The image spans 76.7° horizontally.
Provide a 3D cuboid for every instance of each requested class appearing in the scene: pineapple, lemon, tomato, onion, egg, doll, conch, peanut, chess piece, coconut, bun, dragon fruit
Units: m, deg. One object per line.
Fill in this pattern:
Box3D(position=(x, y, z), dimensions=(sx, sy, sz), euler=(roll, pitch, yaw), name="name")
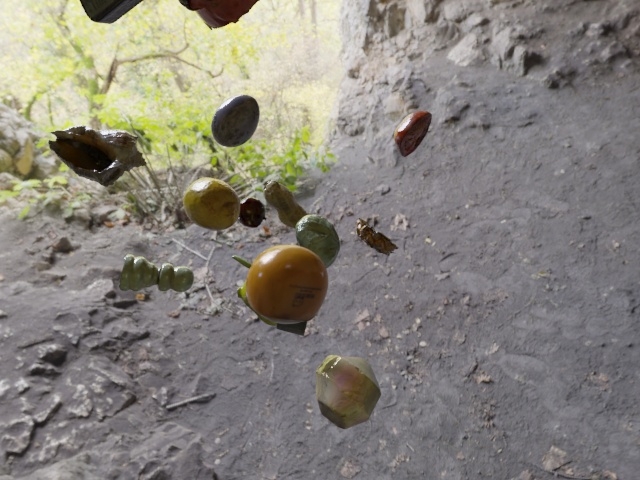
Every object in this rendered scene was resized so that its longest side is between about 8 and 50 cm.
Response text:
Box3D(position=(0.216, -0.009, 1.628), dimensions=(0.076, 0.225, 0.225), euler=(-53, 53, 8), name="pineapple")
Box3D(position=(-0.341, -0.114, 1.274), dimensions=(0.170, 0.170, 0.207), euler=(-46, 34, -20), name="lemon")
Box3D(position=(0.344, -0.420, 1.546), dimensions=(0.174, 0.166, 0.082), euler=(-47, 65, 2), name="tomato")
Box3D(position=(-0.266, -0.112, 1.549), dimensions=(0.119, 0.118, 0.117), euler=(-4, 40, 13), name="onion")
Box3D(position=(-0.290, -0.412, 1.393), dimensions=(0.198, 0.146, 0.146), euler=(-52, 53, 4), name="egg")
Box3D(position=(-0.099, 0.099, 1.043), dimensions=(0.213, 0.213, 0.236), euler=(-41, 34, -17), name="doll")
Box3D(position=(-0.602, -0.233, 1.090), dimensions=(0.245, 0.163, 0.178), euler=(20, 21, -18), name="conch")
Box3D(position=(-0.165, -0.164, 1.938), dimensions=(0.130, 0.290, 0.130), euler=(-27, 28, 16), name="peanut")
Box3D(position=(-0.589, 0.131, 1.477), dimensions=(0.243, 0.133, 0.133), euler=(9, 48, -18), name="chess piece")
Box3D(position=(0.098, 0.538, 1.481), dimensions=(0.259, 0.259, 0.259), euler=(-8, 51, 10), name="coconut")
Box3D(position=(0.000, 0.000, 1.384), dimensions=(0.118, 0.195, 0.195), euler=(-22, 48, 20), name="bun")
Box3D(position=(-0.301, -0.782, 1.135), dimensions=(0.305, 0.226, 0.305), euler=(-17, 62, 34), name="dragon fruit")

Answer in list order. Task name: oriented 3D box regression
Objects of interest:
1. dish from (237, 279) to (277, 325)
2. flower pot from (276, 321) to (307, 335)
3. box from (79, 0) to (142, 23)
Box3D(position=(-0.198, 0.212, 1.659), dimensions=(0.262, 0.108, 0.221), euler=(35, 66, 0), name="dish")
Box3D(position=(-0.087, 0.231, 1.454), dimensions=(0.108, 0.229, 0.103), euler=(14, 23, 1), name="flower pot")
Box3D(position=(-0.521, -0.700, 0.903), dimensions=(0.211, 0.350, 0.058), euler=(-14, 18, 28), name="box")
